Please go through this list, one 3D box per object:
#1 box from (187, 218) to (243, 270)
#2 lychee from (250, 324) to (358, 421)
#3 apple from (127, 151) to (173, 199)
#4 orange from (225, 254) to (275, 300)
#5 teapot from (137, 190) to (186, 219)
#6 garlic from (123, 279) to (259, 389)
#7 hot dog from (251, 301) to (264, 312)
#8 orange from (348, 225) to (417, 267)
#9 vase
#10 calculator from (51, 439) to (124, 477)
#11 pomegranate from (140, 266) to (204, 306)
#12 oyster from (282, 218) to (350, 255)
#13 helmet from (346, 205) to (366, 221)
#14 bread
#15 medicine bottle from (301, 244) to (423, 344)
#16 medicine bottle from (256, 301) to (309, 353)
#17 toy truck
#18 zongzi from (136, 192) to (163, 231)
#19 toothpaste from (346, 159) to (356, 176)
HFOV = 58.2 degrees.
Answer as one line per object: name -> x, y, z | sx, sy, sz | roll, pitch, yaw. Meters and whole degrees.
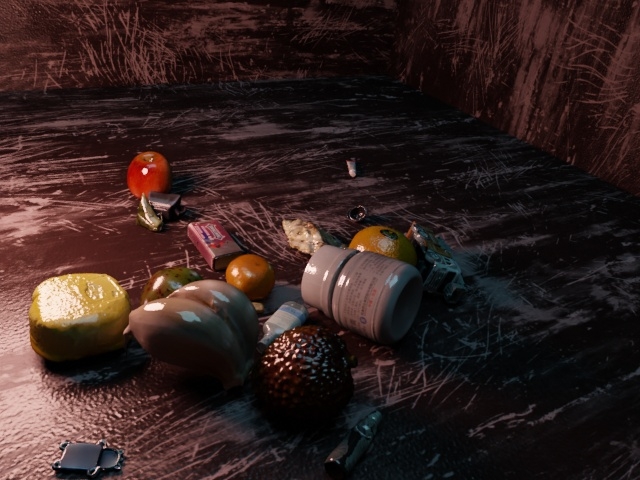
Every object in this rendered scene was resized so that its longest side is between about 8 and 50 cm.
box -> -0.364, 0.012, 1.983 | 0.120, 0.069, 0.224 | -13, 37, -32
lychee -> -0.038, 0.324, 1.405 | 0.271, 0.235, 0.236 | -11, 29, 12
apple -> -0.665, -0.247, 2.245 | 0.181, 0.168, 0.181 | 8, 36, -6
orange -> -0.218, 0.118, 1.793 | 0.156, 0.124, 0.156 | 18, 37, -14
teapot -> -0.587, -0.118, 2.130 | 0.177, 0.087, 0.096 | 9, 35, 0
garlic -> -0.324, 0.207, 1.464 | 0.340, 0.245, 0.231 | 13, 48, 8
hot dog -> -0.239, 0.205, 1.732 | 0.137, 0.028, 0.044 | -5, 59, -17
orange -> 0.205, 0.061, 1.904 | 0.236, 0.236, 0.236 | 6, 31, -4
vase -> 0.086, 0.469, 1.345 | 0.060, 0.059, 0.211 | 24, 34, 24
calculator -> -0.498, 0.469, 1.240 | 0.141, 0.019, 0.094 | 6, 31, -7
pomegranate -> -0.381, 0.181, 1.598 | 0.248, 0.202, 0.202 | 34, 35, 7
oyster -> -0.001, -0.002, 2.064 | 0.355, 0.107, 0.201 | 24, 30, 24
helmet -> 0.148, -0.101, 2.316 | 0.084, 0.049, 0.065 | -19, 67, 4
bread -> -0.635, 0.203, 1.526 | 0.270, 0.148, 0.270 | 9, 33, -6
medicine bottle -> 0.122, 0.149, 1.705 | 0.306, 0.245, 0.245 | 19, 32, 31
medicine bottle -> -0.114, 0.252, 1.661 | 0.090, 0.053, 0.208 | 22, 35, 18
toy truck -> 0.400, 0.080, 2.005 | 0.184, 0.133, 0.338 | 18, 26, -16
zongzi -> -0.607, -0.099, 2.057 | 0.109, 0.119, 0.055 | 23, 21, 24
toothpaste -> 0.151, -0.350, 2.750 | 0.048, 0.031, 0.190 | 3, 28, -3
